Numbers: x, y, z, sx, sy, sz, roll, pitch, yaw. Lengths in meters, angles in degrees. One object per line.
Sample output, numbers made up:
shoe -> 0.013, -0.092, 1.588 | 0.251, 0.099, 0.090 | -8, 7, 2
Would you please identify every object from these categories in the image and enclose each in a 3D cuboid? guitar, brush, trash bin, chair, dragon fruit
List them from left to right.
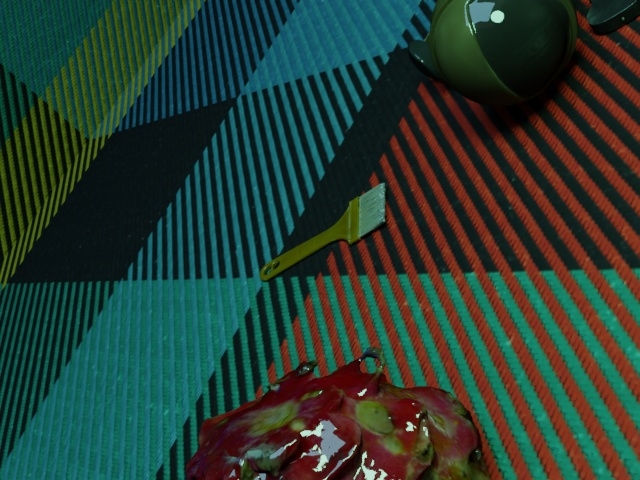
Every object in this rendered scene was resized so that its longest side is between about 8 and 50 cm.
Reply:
dragon fruit -> -0.019, 0.284, 0.968 | 0.386, 0.249, 0.371 | -13, 39, 41
brush -> 0.000, 0.000, 1.496 | 0.272, 0.013, 0.103 | -31, 33, 27
chair -> 0.230, -0.361, 1.569 | 0.221, 0.104, 0.095 | -52, 4, -18
trash bin -> 0.277, -0.335, 1.356 | 0.214, 0.214, 0.334 | -25, 28, 33
guitar -> 0.444, -0.398, 1.396 | 0.088, 0.025, 0.233 | -30, 34, 28
